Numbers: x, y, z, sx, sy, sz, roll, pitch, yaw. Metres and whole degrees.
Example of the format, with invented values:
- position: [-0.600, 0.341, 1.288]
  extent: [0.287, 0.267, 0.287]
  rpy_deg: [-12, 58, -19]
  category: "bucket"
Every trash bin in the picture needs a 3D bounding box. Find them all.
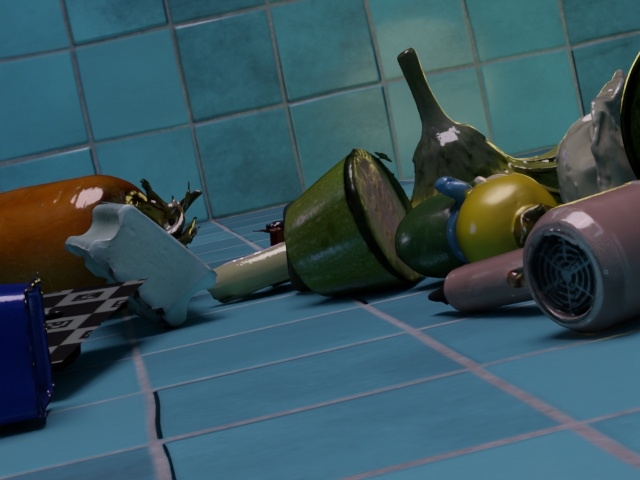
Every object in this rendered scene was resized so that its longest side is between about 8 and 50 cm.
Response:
- position: [-0.356, 0.107, 1.331]
  extent: [0.234, 0.162, 0.184]
  rpy_deg: [-6, 5, -4]
  category: "trash bin"

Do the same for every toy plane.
- position: [-0.013, -0.027, 2.602]
  extent: [0.189, 0.061, 0.130]
  rpy_deg: [-14, 4, -24]
  category: "toy plane"

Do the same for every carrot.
- position: [-0.323, 0.013, 2.133]
  extent: [0.331, 0.214, 0.193]
  rpy_deg: [-13, 22, 28]
  category: "carrot"

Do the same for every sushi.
- position: [-0.385, 0.132, 1.626]
  extent: [0.359, 0.064, 0.343]
  rpy_deg: [-9, 11, 8]
  category: "sushi"

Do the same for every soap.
- position: [-0.225, 0.025, 1.903]
  extent: [0.094, 0.150, 0.261]
  rpy_deg: [-47, 13, -9]
  category: "soap"

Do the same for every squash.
- position: [0.039, -0.013, 1.776]
  extent: [0.123, 0.170, 0.170]
  rpy_deg: [-24, -2, 29]
  category: "squash"

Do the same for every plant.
- position: [0.169, -0.083, 2.098]
  extent: [0.306, 0.297, 0.261]
  rpy_deg: [-31, -19, -25]
  category: "plant"

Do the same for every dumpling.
- position: [0.344, -0.099, 1.771]
  extent: [0.147, 0.193, 0.258]
  rpy_deg: [-5, 4, 21]
  category: "dumpling"

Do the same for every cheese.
- position: [-0.024, 0.019, 1.969]
  extent: [0.235, 0.049, 0.127]
  rpy_deg: [-24, -7, 20]
  category: "cheese"

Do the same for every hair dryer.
- position: [0.192, 0.031, 1.345]
  extent: [0.189, 0.106, 0.344]
  rpy_deg: [-17, -2, -35]
  category: "hair dryer"

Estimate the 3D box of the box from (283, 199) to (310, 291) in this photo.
- position: [0.000, 0.000, 1.886]
  extent: [0.091, 0.126, 0.031]
  rpy_deg: [-14, 38, -11]
  category: "box"

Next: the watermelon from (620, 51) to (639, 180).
- position: [0.419, -0.118, 1.492]
  extent: [0.269, 0.269, 0.269]
  rpy_deg: [-12, 5, 1]
  category: "watermelon"

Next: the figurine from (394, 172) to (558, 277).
- position: [0.204, -0.015, 1.657]
  extent: [0.185, 0.127, 0.234]
  rpy_deg: [-6, -10, -33]
  category: "figurine"
